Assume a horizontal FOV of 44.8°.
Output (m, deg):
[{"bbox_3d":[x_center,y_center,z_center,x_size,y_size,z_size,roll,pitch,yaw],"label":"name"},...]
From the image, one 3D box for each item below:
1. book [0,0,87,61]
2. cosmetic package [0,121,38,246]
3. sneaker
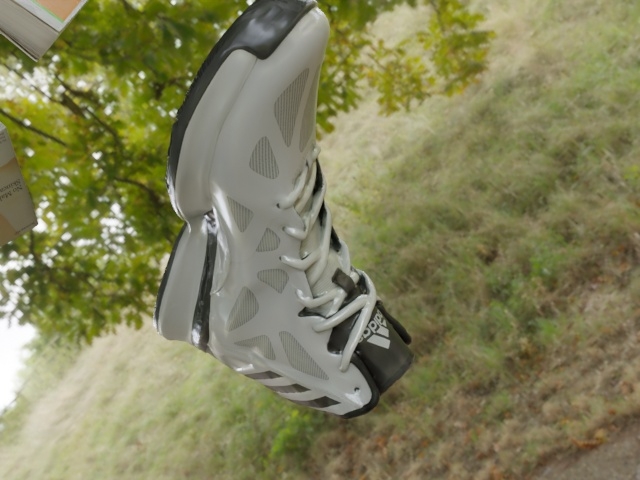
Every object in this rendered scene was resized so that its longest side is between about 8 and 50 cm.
[{"bbox_3d":[-0.252,-0.221,0.663,0.035,0.096,0.144,-41,24,24],"label":"book"},{"bbox_3d":[-0.291,-0.049,0.670,0.060,0.041,0.115,-37,-33,-29],"label":"cosmetic package"},{"bbox_3d":[0.000,0.000,0.717,0.169,0.257,0.448,-53,-11,-40],"label":"sneaker"}]
